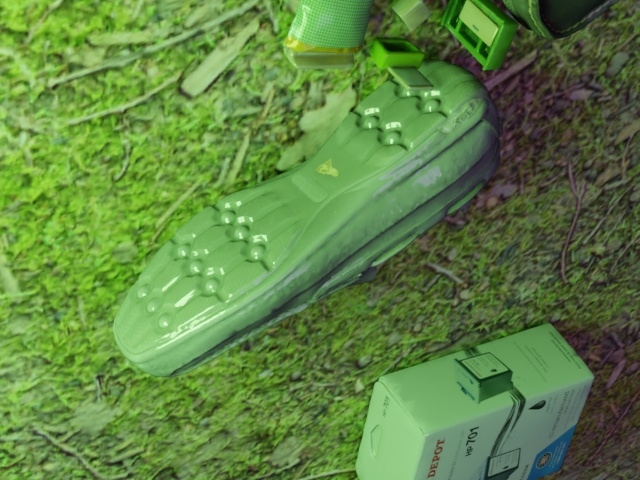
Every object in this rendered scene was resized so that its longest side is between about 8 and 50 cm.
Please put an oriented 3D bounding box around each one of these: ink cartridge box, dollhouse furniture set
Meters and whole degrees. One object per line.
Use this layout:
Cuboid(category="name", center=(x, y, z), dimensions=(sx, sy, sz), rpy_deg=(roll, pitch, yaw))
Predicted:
Cuboid(category="ink cartridge box", center=(0.141, 0.171, 1.375), dimensions=(0.190, 0.082, 0.140), rpy_deg=(-16, 137, -27))
Cuboid(category="dollhouse furniture set", center=(0.054, -0.141, 1.006), dimensions=(0.151, 0.058, 0.076), rpy_deg=(-5, 131, -35))

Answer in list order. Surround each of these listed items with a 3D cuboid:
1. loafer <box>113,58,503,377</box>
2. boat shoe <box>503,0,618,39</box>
Cuboid(category="loafer", center=(0.000, 0.000, 1.065), dimensions=(0.319, 0.112, 0.111), rpy_deg=(-35, 134, -5))
Cuboid(category="boat shoe", center=(0.268, -0.265, 0.990), dimensions=(0.355, 0.130, 0.132), rpy_deg=(-46, 141, 10))
